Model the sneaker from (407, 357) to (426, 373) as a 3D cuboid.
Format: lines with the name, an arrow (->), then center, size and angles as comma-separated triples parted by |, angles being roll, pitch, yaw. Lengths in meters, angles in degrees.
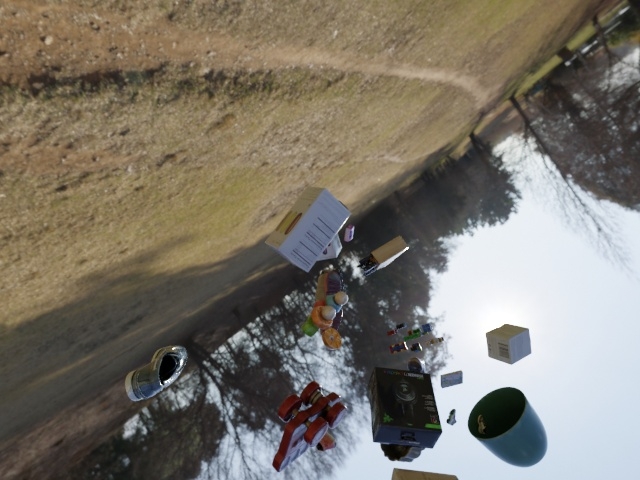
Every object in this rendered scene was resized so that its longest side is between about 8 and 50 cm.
sneaker -> 0.429, 0.555, 1.801 | 0.066, 0.188, 0.071 | 0, -132, 22

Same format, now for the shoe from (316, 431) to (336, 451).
shoe -> 0.000, 1.007, 2.055 | 0.081, 0.063, 0.178 | -4, -172, -33

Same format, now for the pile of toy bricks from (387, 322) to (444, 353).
pile of toy bricks -> 0.376, 0.377, 1.600 | 0.212, 0.118, 0.105 | -24, 163, 29

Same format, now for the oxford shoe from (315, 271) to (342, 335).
oxford shoe -> 0.034, 0.343, 2.145 | 0.123, 0.348, 0.130 | 15, 163, -33

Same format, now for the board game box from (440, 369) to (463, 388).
board game box -> 0.900, 0.952, 2.775 | 0.154, 0.103, 0.026 | -11, -155, -6

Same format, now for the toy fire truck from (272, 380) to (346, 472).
toy fire truck -> -0.047, 0.706, 1.535 | 0.302, 0.169, 0.254 | -9, 123, -53

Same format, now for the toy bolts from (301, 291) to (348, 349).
toy bolts -> 0.059, 0.330, 1.751 | 0.158, 0.218, 0.228 | -40, -166, 32

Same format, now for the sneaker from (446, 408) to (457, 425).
sneaker -> 0.803, 1.068, 2.436 | 0.098, 0.069, 0.038 | -57, -160, -10

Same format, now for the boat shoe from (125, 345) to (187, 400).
boat shoe -> -0.471, 0.396, 1.251 | 0.099, 0.116, 0.319 | -20, 179, 5

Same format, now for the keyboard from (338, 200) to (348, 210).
keyboard -> 0.073, -0.129, 2.049 | 0.038, 0.100, 0.192 | -55, -169, -30

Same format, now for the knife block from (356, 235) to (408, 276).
knife block -> 0.342, 0.093, 2.307 | 0.276, 0.088, 0.242 | -43, 162, 26

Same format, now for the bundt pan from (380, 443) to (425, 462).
bundt pan -> 0.477, 1.067, 2.249 | 0.331, 0.124, 0.331 | -51, -159, 28

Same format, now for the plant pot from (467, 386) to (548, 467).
plant pot -> 0.848, 0.842, 1.786 | 0.293, 0.235, 0.293 | -41, -178, 2

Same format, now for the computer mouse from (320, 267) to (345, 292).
computer mouse -> 0.089, 0.248, 2.591 | 0.072, 0.188, 0.272 | -13, -172, -25

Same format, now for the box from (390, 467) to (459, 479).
box -> 0.484, 1.143, 1.833 | 0.311, 0.121, 0.148 | 9, -177, -6

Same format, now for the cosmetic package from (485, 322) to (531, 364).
cosmetic package -> 1.036, 0.565, 2.228 | 0.184, 0.151, 0.151 | -13, -171, -29

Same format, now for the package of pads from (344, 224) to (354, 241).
package of pads -> 0.155, -0.039, 2.186 | 0.050, 0.032, 0.083 | -39, 142, -49

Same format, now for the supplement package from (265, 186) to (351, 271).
supplement package -> -0.042, -0.041, 1.328 | 0.244, 0.134, 0.139 | -54, -153, -10

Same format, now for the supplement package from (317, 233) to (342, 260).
supplement package -> 0.000, 0.000, 2.476 | 0.194, 0.203, 0.149 | -11, -160, 21

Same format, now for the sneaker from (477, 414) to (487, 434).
sneaker -> 0.741, 0.839, 1.842 | 0.032, 0.083, 0.037 | -2, 177, -34

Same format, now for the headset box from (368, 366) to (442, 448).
headset box -> 0.332, 0.678, 1.630 | 0.283, 0.246, 0.131 | -85, -175, -55
